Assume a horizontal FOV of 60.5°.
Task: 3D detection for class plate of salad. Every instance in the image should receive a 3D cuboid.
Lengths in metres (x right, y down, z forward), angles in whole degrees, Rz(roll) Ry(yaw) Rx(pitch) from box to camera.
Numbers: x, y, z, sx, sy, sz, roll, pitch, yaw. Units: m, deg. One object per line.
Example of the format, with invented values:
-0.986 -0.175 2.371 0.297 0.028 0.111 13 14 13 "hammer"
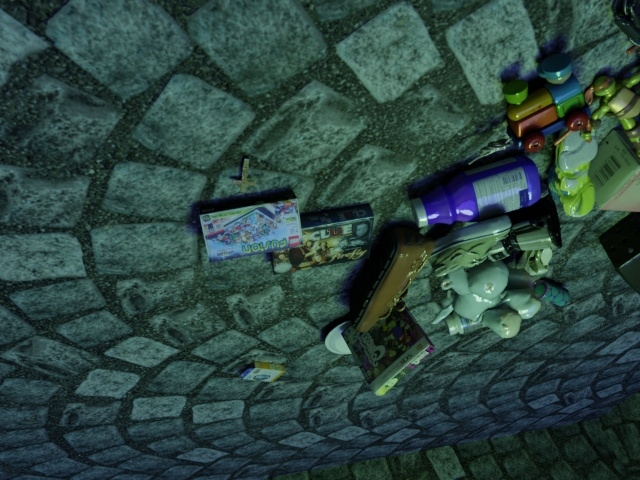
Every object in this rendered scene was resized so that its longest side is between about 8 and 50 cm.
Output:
0.109 0.294 1.727 0.199 0.048 0.200 -10 139 -8 "plate of salad"

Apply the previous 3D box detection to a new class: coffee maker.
0.493 -0.041 1.367 0.178 0.171 0.120 -14 129 33 "coffee maker"

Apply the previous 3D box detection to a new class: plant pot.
0.934 0.025 1.592 0.167 0.188 0.187 22 131 -23 "plant pot"

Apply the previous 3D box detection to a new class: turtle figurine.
0.625 -0.269 1.139 0.217 0.087 0.269 32 108 -19 "turtle figurine"

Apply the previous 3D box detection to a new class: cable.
0.614 -0.421 0.979 0.184 0.047 0.150 23 121 -28 "cable"

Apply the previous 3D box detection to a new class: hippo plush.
0.445 0.104 1.525 0.294 0.234 0.236 8 142 44 "hippo plush"

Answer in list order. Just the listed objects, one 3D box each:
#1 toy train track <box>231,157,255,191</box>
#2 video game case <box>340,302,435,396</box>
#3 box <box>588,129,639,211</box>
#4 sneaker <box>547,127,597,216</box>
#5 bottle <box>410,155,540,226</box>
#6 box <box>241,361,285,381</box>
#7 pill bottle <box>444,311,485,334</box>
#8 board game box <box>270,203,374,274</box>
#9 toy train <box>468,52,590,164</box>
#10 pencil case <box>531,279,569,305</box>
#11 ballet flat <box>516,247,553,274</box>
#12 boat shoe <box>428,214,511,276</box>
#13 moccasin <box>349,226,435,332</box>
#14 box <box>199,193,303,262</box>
-0.152 -0.133 1.099 0.048 0.014 0.083 3 135 -13 "toy train track"
0.184 0.283 1.551 0.210 0.232 0.042 -44 134 13 "video game case"
0.766 -0.160 1.313 0.232 0.127 0.149 1 140 -22 "box"
0.561 -0.175 1.260 0.091 0.126 0.240 -13 114 -6 "sneaker"
0.349 -0.102 1.249 0.282 0.092 0.118 -18 114 2 "bottle"
-0.195 0.434 1.817 0.136 0.028 0.081 19 131 -35 "box"
0.479 0.260 1.798 0.137 0.078 0.078 -18 144 2 "pill bottle"
0.000 0.000 1.305 0.243 0.042 0.165 -10 143 -8 "board game box"
0.390 -0.251 1.082 0.248 0.105 0.143 -26 132 14 "toy train"
0.754 0.174 1.801 0.151 0.064 0.070 17 117 -36 "pencil case"
0.623 0.050 1.575 0.086 0.086 0.248 -15 144 -2 "ballet flat"
0.361 0.016 1.329 0.109 0.094 0.302 -16 172 -22 "boat shoe"
0.182 0.117 1.465 0.147 0.139 0.380 10 128 -18 "moccasin"
-0.146 -0.027 1.178 0.207 0.036 0.114 -11 113 -8 "box"
